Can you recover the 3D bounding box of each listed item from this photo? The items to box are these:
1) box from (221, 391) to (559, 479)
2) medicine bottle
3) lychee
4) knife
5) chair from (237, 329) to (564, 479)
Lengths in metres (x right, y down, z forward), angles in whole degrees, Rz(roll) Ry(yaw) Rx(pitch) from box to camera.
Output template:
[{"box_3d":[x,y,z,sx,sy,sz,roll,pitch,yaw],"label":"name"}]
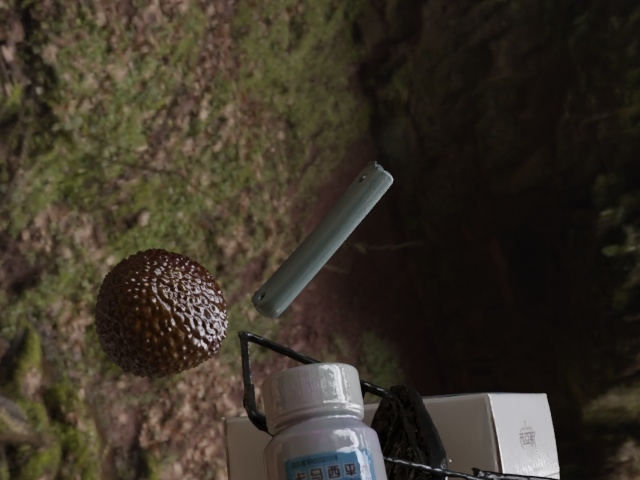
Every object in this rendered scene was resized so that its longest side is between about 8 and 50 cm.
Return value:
[{"box_3d":[0.074,0.215,0.935,0.203,0.274,0.116,14,68,-62],"label":"box"},{"box_3d":[0.002,0.101,0.411,0.052,0.052,0.089,72,7,-66],"label":"medicine bottle"},{"box_3d":[-0.226,0.100,1.317,0.194,0.194,0.194,-15,90,-89],"label":"lychee"},{"box_3d":[0.000,0.000,0.805,0.023,0.162,0.044,39,4,-20],"label":"knife"},{"box_3d":[0.044,0.158,0.546,0.145,0.221,0.140,-113,-142,-75],"label":"chair"}]
